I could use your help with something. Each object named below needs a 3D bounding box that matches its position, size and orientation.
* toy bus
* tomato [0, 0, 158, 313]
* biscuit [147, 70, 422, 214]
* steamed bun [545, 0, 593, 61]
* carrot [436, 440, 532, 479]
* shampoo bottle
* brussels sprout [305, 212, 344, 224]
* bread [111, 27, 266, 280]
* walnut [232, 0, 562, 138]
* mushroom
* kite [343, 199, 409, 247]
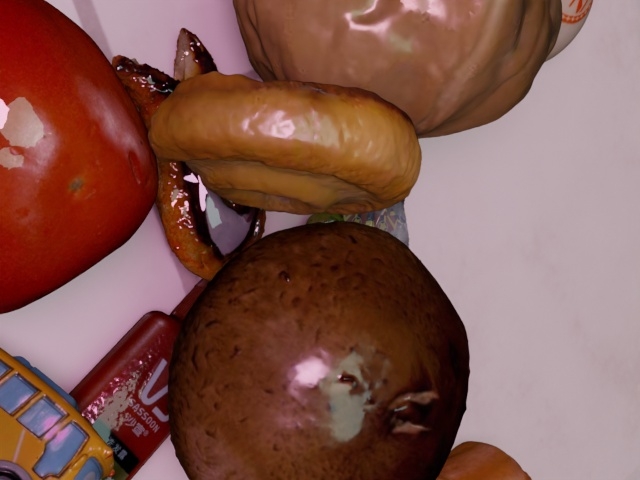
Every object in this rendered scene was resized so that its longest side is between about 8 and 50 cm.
[{"bbox_3d":[-0.288,0.183,0.781,0.209,0.126,0.136,35,58,12],"label":"toy bus"},{"bbox_3d":[-0.270,-0.071,0.731,0.298,0.226,0.299,-33,133,-45],"label":"tomato"},{"bbox_3d":[-0.016,-0.076,0.808,0.274,0.213,0.091,24,70,-59],"label":"biscuit"},{"bbox_3d":[0.287,-0.352,1.177,0.231,0.145,0.232,-5,98,-36],"label":"steamed bun"},{"bbox_3d":[0.151,0.395,1.139,0.254,0.196,0.196,-19,106,-29],"label":"carrot"},{"bbox_3d":[-0.201,0.173,0.917,0.314,0.076,0.118,-48,118,-23],"label":"shampoo bottle"},{"bbox_3d":[-0.001,0.001,1.065,0.051,0.046,0.083,25,81,-29],"label":"brussels sprout"},{"bbox_3d":[-0.136,-0.086,0.935,0.139,0.095,0.269,-31,102,-47],"label":"bread"},{"bbox_3d":[0.090,-0.287,0.897,0.383,0.383,0.384,-5,98,-36],"label":"walnut"},{"bbox_3d":[0.004,0.143,0.936,0.334,0.356,0.331,30,91,-12],"label":"mushroom"},{"bbox_3d":[0.077,-0.086,1.132,0.141,0.015,0.245,7,94,-38],"label":"kite"}]
